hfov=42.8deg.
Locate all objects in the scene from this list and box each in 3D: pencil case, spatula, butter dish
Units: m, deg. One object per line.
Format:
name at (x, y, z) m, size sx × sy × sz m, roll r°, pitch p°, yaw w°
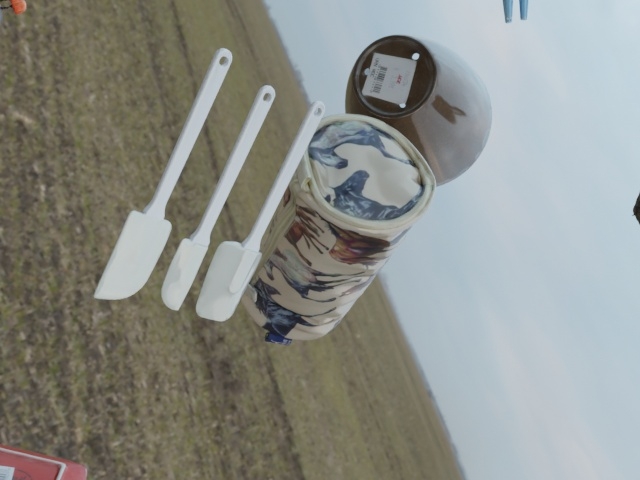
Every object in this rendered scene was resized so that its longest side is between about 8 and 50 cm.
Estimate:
pencil case at (0.000, 0.000, 1.047) m, size 0.410 × 0.184 × 0.159 m, roll 120°, pitch -47°, yaw -60°
spatula at (-0.092, -0.041, 0.752) m, size 0.168 × 0.242 × 0.019 m, roll 19°, pitch 9°, yaw -44°
butter dish at (-0.389, 0.340, 1.006) m, size 0.160 × 0.160 × 0.118 m, roll -99°, pitch -152°, yaw -69°

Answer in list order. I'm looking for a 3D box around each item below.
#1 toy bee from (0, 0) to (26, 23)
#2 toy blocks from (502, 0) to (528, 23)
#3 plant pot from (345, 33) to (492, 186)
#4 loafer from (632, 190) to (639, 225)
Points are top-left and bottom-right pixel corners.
toy bee at (-0.448, -0.266, 0.997) m, size 0.195 × 0.162 × 0.298 m, roll -130°, pitch -138°, yaw -71°
toy blocks at (0.234, -0.308, 0.885) m, size 0.054 × 0.123 × 0.148 m, roll -1°, pitch -90°, yaw 61°
plant pot at (0.119, -0.192, 1.118) m, size 0.215 × 0.215 × 0.230 m, roll 68°, pitch 12°, yaw 10°
loafer at (0.357, -0.051, 0.806) m, size 0.084 × 0.268 × 0.096 m, roll 33°, pitch -61°, yaw 34°
